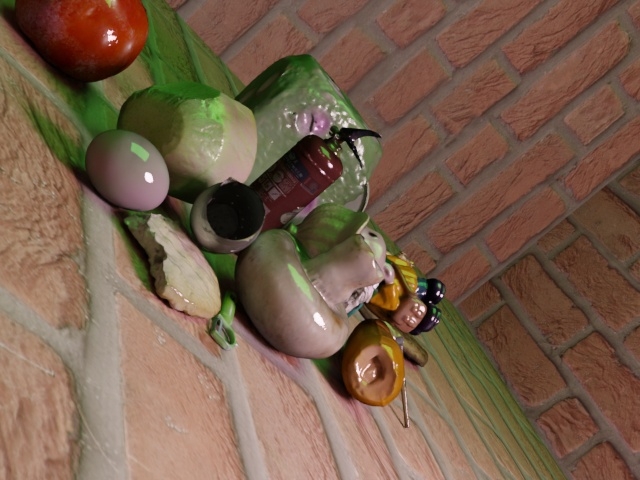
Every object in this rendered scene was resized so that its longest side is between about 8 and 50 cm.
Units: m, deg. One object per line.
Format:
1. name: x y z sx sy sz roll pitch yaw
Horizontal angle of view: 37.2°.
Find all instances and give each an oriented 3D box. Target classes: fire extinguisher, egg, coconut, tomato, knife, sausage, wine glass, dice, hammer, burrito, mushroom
1. fire extinguisher: -0.038 -0.101 1.741 0.102 0.344 0.138 40 13 -46
2. egg: -0.273 -0.099 1.352 0.135 0.103 0.103 47 9 -36
3. coconut: -0.215 -0.165 1.587 0.204 0.236 0.236 66 13 15
4. tomato: -0.407 -0.389 1.639 0.232 0.188 0.232 46 10 -11
5. knife: -0.134 0.118 1.418 0.054 0.015 0.212 48 9 -12
6. sausage: 0.099 0.224 1.798 0.354 0.116 0.134 -22 91 -87
7. wine glass: -0.146 -0.035 1.471 0.111 0.111 0.204 49 -14 -4
8. dice: -0.061 -0.233 2.245 0.318 0.330 0.322 45 11 -19
9. hammer: 0.165 0.285 1.911 0.062 0.017 0.181 90 -4 -82
10. burrito: 0.019 0.118 1.697 0.064 0.203 0.064 23 50 -30
11. mushroom: -0.013 0.068 1.548 0.243 0.243 0.243 48 9 -10

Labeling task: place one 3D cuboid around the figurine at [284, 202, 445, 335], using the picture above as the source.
1. figurine: 0.076 0.066 1.818 0.332 0.205 0.185 46 41 -36

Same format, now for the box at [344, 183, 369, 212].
1. box: 0.021 -0.144 2.610 0.226 0.226 0.149 49 9 -7

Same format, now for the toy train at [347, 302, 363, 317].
1. toy train: 0.027 0.074 1.964 0.198 0.154 0.107 43 8 -44

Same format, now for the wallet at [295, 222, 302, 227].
1. wallet: 0.000 0.000 2.083 0.119 0.025 0.232 36 -26 -17

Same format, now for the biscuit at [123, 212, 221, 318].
1. biscuit: -0.206 0.028 1.365 0.188 0.040 0.265 50 8 -17

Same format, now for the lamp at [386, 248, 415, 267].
1. lamp: 0.161 0.076 2.425 0.253 0.118 0.118 5 29 -21

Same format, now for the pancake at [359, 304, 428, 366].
1. pancake: 0.183 0.218 2.474 0.294 0.049 0.294 47 8 -9

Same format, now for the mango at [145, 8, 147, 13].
1. mango: -0.446 -0.460 1.844 0.201 0.152 0.287 38 -2 42
